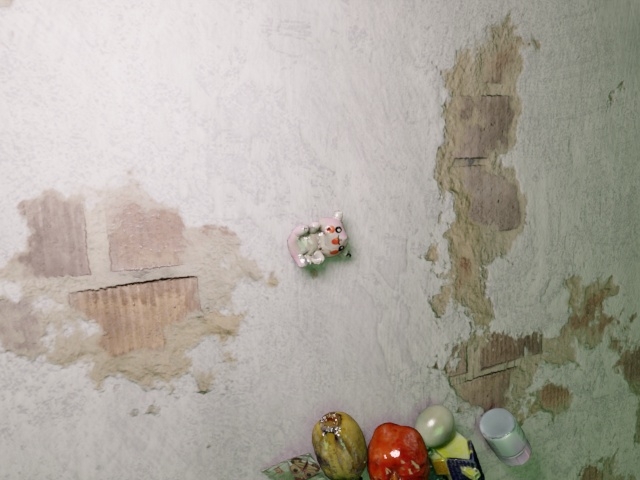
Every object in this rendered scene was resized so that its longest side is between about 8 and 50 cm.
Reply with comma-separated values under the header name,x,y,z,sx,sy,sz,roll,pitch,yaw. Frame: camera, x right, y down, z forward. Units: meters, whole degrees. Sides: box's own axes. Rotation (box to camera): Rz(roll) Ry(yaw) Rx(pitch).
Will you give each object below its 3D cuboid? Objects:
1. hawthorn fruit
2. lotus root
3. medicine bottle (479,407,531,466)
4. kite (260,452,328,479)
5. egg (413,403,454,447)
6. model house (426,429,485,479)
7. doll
name,x,y,z,sx,sy,sz,roll,pitch,yaw
hawthorn fruit,0.227,0.679,1.260,0.208,0.243,0.207,1,94,12
lotus root,0.067,0.636,1.250,0.154,0.154,0.278,-23,103,-19
medicine bottle,0.661,0.703,1.501,0.135,0.135,0.168,-39,107,-14
kite,-0.068,0.712,1.233,0.230,0.012,0.249,16,108,0
egg,0.372,0.611,1.384,0.152,0.114,0.114,-37,108,-13
model house,0.444,0.757,1.379,0.170,0.211,0.193,-27,106,-20
doll,0.000,0.000,1.182,0.192,0.095,0.149,-13,106,-22
